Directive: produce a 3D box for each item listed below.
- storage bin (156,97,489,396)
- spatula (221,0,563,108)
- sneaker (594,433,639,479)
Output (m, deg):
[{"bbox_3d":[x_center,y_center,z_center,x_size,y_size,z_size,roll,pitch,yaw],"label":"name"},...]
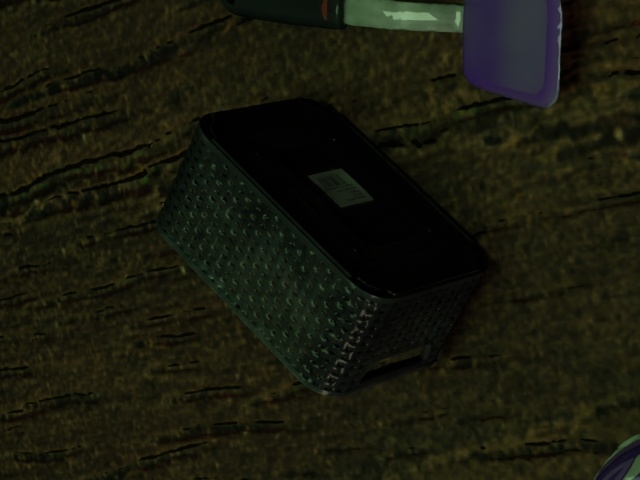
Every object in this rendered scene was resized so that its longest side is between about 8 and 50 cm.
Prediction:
[{"bbox_3d":[0.000,0.000,1.249,0.180,0.122,0.084,46,127,26],"label":"storage bin"},{"bbox_3d":[0.038,-0.143,1.244,0.296,0.030,0.084,14,108,41],"label":"spatula"},{"bbox_3d":[0.215,0.137,1.116,0.170,0.071,0.068,-16,89,44],"label":"sneaker"}]
